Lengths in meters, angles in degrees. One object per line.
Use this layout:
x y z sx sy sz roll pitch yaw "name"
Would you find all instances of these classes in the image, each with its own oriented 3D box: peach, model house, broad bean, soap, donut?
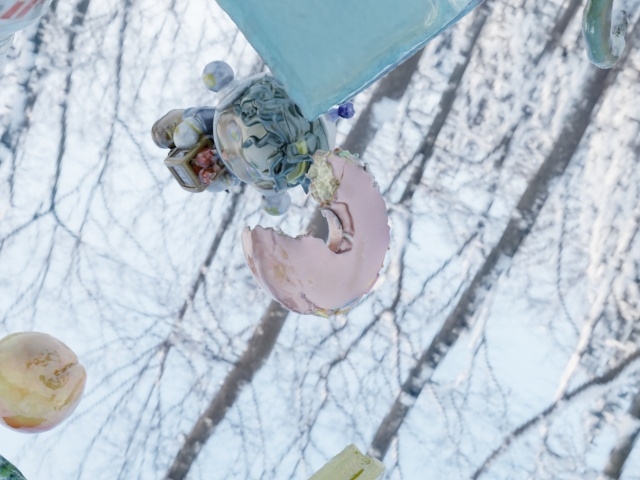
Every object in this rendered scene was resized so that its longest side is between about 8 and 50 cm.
-0.487 0.240 1.665 0.184 0.184 0.184 22 -163 -7 "peach"
0.061 -0.323 1.131 0.230 0.280 0.249 52 -140 -10 "model house"
0.465 -0.363 1.594 0.049 0.144 0.292 16 174 24 "broad bean"
-0.009 0.504 1.711 0.091 0.199 0.315 25 -157 22 "soap"
0.000 0.000 1.337 0.085 0.233 0.199 2 132 53 "donut"

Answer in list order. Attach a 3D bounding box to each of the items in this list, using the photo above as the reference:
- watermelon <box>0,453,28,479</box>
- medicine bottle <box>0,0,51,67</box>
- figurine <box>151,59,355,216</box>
-0.526 0.522 1.627 0.305 0.224 0.180 56 -179 11 "watermelon"
-0.401 -0.314 1.049 0.241 0.302 0.241 25 -145 -19 "medicine bottle"
-0.126 -0.163 1.547 0.382 0.186 0.261 -1 138 44 "figurine"
